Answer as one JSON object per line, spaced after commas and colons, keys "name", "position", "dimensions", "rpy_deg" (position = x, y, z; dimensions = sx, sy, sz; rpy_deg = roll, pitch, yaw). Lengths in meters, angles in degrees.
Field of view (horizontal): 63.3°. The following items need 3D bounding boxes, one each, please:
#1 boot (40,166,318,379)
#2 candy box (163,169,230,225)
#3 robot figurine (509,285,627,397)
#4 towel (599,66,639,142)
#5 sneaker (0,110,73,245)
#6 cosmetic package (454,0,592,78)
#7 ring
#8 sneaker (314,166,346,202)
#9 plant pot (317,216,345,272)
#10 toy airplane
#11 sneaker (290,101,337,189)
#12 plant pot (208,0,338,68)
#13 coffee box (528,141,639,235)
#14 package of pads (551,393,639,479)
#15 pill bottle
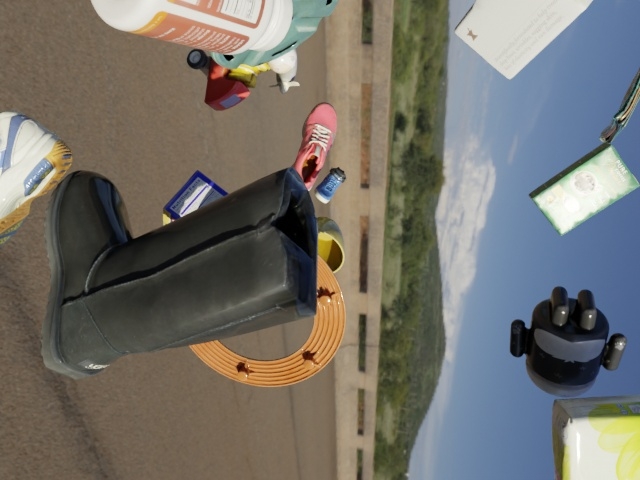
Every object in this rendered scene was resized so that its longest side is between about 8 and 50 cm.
{"name": "boot", "position": [-0.221, -0.014, 0.785], "dimensions": [0.146, 0.444, 0.368], "rpy_deg": [23, 51, -55]}
{"name": "candy box", "position": [-0.189, 0.031, 1.147], "dimensions": [0.122, 0.317, 0.268], "rpy_deg": [-52, 180, -24]}
{"name": "robot figurine", "position": [0.596, 0.249, 1.267], "dimensions": [0.209, 0.173, 0.279], "rpy_deg": [36, -41, 49]}
{"name": "towel", "position": [0.896, -0.467, 1.447], "dimensions": [0.371, 0.040, 0.271], "rpy_deg": [-66, 161, 8]}
{"name": "sneaker", "position": [-0.556, -0.083, 0.868], "dimensions": [0.296, 0.131, 0.112], "rpy_deg": [-48, -173, -2]}
{"name": "cosmetic package", "position": [0.248, -0.281, 0.519], "dimensions": [0.231, 0.085, 0.117], "rpy_deg": [-50, -178, -19]}
{"name": "ring", "position": [-0.120, 0.134, 0.962], "dimensions": [0.032, 0.336, 0.337], "rpy_deg": [-64, 158, -68]}
{"name": "sneaker", "position": [0.034, -0.175, 1.571], "dimensions": [0.085, 0.058, 0.152], "rpy_deg": [-47, -173, 29]}
{"name": "plant pot", "position": [0.000, 0.000, 1.197], "dimensions": [0.095, 0.134, 0.134], "rpy_deg": [-67, 161, -48]}
{"name": "toy airplane", "position": [-0.167, -0.577, 1.478], "dimensions": [0.386, 0.272, 0.385], "rpy_deg": [-39, 154, -40]}
{"name": "sneaker", "position": [-0.010, -0.293, 1.657], "dimensions": [0.136, 0.115, 0.314], "rpy_deg": [-171, -80, -74]}
{"name": "plant pot", "position": [-0.152, -0.507, 0.891], "dimensions": [0.334, 0.341, 0.341], "rpy_deg": [61, 10, 2]}
{"name": "coffee box", "position": [0.554, -0.107, 1.098], "dimensions": [0.113, 0.184, 0.040], "rpy_deg": [48, 21, -10]}
{"name": "package of pads", "position": [0.604, 0.468, 1.077], "dimensions": [0.101, 0.228, 0.297], "rpy_deg": [-73, 157, -78]}
{"name": "pill bottle", "position": [-0.130, -0.274, 0.572], "dimensions": [0.216, 0.121, 0.121], "rpy_deg": [-12, 110, -56]}
